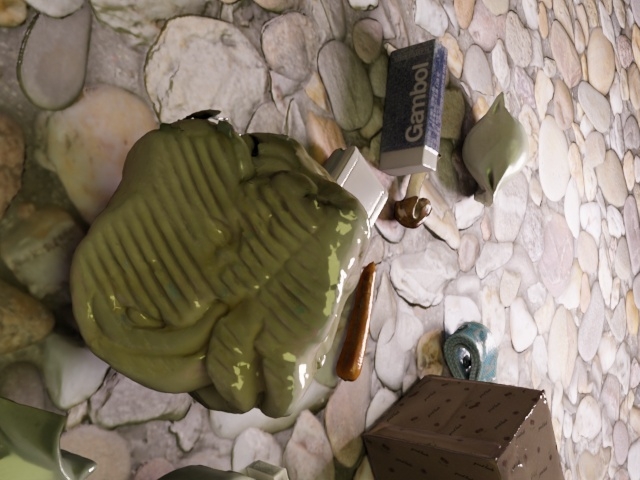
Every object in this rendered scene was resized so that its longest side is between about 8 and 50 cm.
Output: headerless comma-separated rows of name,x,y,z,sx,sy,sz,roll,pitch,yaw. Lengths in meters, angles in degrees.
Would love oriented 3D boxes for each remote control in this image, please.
remote control,0.000,0.000,0.825,0.103,0.055,0.277,50,56,-31

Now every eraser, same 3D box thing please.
eraser,0.152,-0.215,0.971,0.046,0.092,0.212,17,77,-45

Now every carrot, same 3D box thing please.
carrot,0.059,0.119,0.894,0.037,0.037,0.190,34,60,-39

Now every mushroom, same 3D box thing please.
mushroom,0.176,-0.098,1.013,0.060,0.061,0.187,44,53,-28

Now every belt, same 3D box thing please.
belt,0.299,0.295,1.087,0.072,0.087,0.302,-30,109,-46

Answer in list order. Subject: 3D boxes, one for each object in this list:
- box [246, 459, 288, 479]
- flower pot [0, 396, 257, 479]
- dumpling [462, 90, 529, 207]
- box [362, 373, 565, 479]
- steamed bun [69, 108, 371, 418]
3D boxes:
box,-0.059,0.321,0.741,0.024,0.054,0.083,-22,103,-42
flower pot,-0.216,0.295,0.506,0.367,0.164,0.254,37,57,-37
dumpling,0.337,-0.166,1.154,0.151,0.124,0.229,64,41,-73
box,0.240,0.388,0.923,0.190,0.225,0.297,-31,110,-45
steamed bun,-0.091,0.028,0.623,0.207,0.268,0.280,41,69,-77
